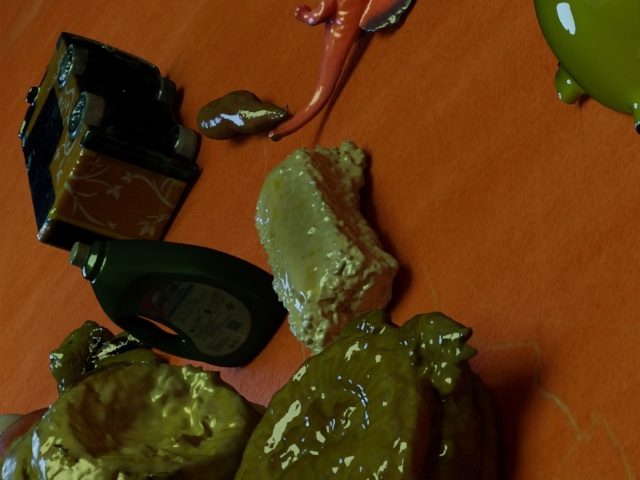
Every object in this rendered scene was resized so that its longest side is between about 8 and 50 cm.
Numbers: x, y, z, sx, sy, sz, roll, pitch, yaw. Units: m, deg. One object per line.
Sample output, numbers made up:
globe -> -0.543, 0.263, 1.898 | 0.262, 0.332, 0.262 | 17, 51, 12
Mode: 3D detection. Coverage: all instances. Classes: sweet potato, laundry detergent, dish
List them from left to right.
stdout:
laundry detergent -> -0.150, 0.055, 1.657 | 0.137, 0.211, 0.063 | -50, 30, 39
sweet potato -> -0.086, -0.141, 1.896 | 0.195, 0.056, 0.056 | 3, 73, 60
dish -> 0.222, -0.220, 1.208 | 0.262, 0.108, 0.221 | -65, 22, 8

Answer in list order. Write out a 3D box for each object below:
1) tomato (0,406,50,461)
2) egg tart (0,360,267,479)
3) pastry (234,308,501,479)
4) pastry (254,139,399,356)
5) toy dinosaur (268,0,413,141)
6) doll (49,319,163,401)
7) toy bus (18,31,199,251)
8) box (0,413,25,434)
tomato -> -0.242, 0.268, 1.706 | 0.208, 0.184, 0.208 | -18, 61, 36
egg tart -> -0.138, 0.190, 1.433 | 0.290, 0.290, 0.115 | -111, 19, -58
pastry -> 0.039, 0.176, 1.265 | 0.240, 0.132, 0.235 | 2, 63, 59
pastry -> 0.004, -0.003, 1.535 | 0.121, 0.089, 0.258 | -44, 34, 22
toy dinosaur -> 0.044, -0.222, 1.691 | 0.139, 0.070, 0.286 | 16, 86, 45
doll -> -0.255, 0.149, 1.963 | 0.209, 0.097, 0.137 | -4, 61, 59
toy bus -> -0.276, -0.118, 2.156 | 0.194, 0.162, 0.323 | -63, 25, 20
box -> -0.411, 0.398, 2.025 | 0.349, 0.141, 0.289 | -59, 24, 24
